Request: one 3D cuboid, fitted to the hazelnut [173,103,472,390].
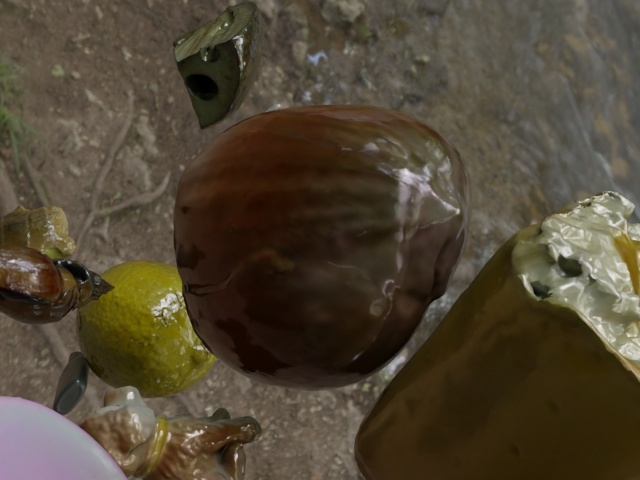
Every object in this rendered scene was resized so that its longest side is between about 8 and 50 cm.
[{"bbox_3d":[0.000,0.000,0.743,0.315,0.372,0.373,37,46,-35],"label":"hazelnut"}]

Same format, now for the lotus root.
[{"bbox_3d":[-0.179,-0.324,1.183,0.142,0.210,0.314,60,14,-30],"label":"lotus root"}]

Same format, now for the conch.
[{"bbox_3d":[-0.330,0.053,0.709,0.080,0.086,0.232,48,10,21],"label":"conch"}]

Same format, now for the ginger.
[{"bbox_3d":[-0.550,0.000,1.069,0.086,0.294,0.131,55,38,-69],"label":"ginger"}]

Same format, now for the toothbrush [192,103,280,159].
[{"bbox_3d":[-0.131,-0.167,0.997,0.162,0.014,0.017,-36,95,0],"label":"toothbrush"}]

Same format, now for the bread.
[{"bbox_3d":[0.243,0.173,0.664,0.361,0.394,0.250,-12,52,-50],"label":"bread"}]

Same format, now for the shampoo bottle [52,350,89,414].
[{"bbox_3d":[-0.457,0.253,1.185,0.040,0.080,0.165,34,4,-22],"label":"shampoo bottle"}]

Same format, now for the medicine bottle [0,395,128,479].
[{"bbox_3d":[-0.280,0.269,0.446,0.290,0.178,0.178,-44,91,1],"label":"medicine bottle"}]

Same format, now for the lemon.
[{"bbox_3d":[-0.310,0.157,1.164,0.267,0.267,0.268,19,54,-28],"label":"lemon"}]

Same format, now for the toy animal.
[{"bbox_3d":[-0.171,0.253,0.662,0.185,0.104,0.184,29,63,-42],"label":"toy animal"}]
